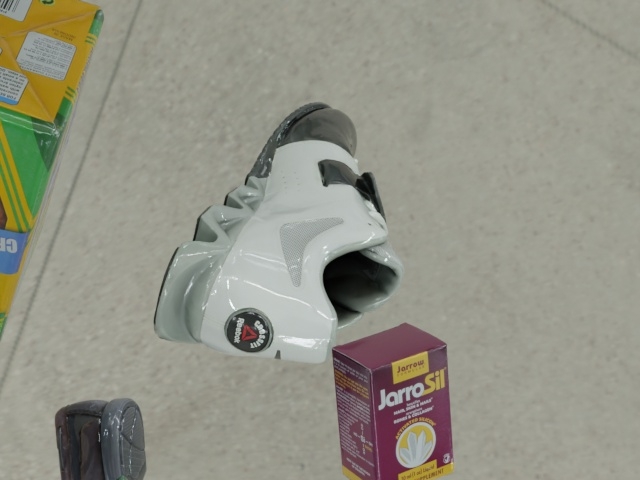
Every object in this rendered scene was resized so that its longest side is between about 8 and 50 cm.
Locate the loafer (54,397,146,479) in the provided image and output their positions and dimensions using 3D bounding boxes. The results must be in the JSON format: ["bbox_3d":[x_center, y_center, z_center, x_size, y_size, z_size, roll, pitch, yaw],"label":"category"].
[{"bbox_3d":[-0.255,0.332,1.389,0.095,0.109,0.302,-1,88,14],"label":"loafer"}]

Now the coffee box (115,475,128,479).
[{"bbox_3d":[-0.221,0.307,1.159,0.113,0.184,0.040,-39,106,1],"label":"coffee box"}]

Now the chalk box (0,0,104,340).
[{"bbox_3d":[-0.293,-0.041,0.901,0.180,0.289,0.179,17,35,-10],"label":"chalk box"}]

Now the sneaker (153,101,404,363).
[{"bbox_3d":[0.000,0.000,0.943,0.146,0.122,0.330,18,33,8],"label":"sneaker"}]

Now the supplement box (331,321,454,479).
[{"bbox_3d":[0.042,0.097,0.689,0.055,0.043,0.083,-16,111,-27],"label":"supplement box"}]
